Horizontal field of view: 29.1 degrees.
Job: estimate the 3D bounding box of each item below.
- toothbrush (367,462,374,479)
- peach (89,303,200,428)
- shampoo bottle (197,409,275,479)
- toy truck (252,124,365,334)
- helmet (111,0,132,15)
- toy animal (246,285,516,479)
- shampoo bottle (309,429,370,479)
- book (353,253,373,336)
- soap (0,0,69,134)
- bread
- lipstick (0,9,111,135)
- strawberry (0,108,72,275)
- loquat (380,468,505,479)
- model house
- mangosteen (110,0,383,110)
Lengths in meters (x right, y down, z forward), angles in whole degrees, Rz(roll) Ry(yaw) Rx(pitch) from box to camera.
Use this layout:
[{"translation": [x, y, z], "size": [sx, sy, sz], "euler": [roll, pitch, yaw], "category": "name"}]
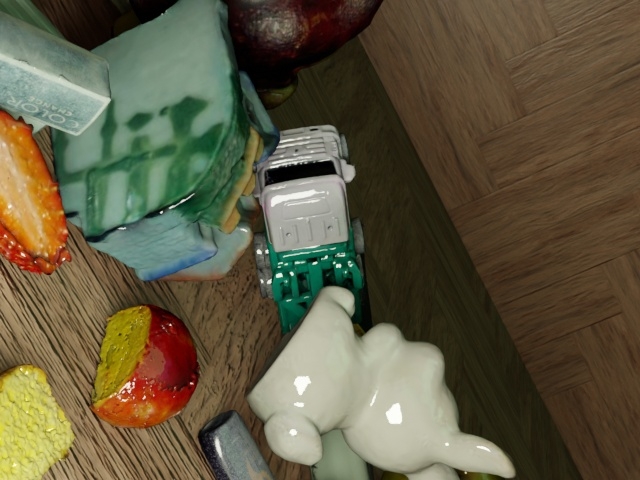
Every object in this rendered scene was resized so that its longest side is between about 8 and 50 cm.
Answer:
[{"translation": [0.074, 0.368, 1.995], "size": [0.297, 0.030, 0.030], "euler": [-95, 164, -47], "category": "toothbrush"}, {"translation": [-0.191, 0.140, 1.368], "size": [0.172, 0.092, 0.127], "euler": [-57, 125, -74], "category": "peach"}, {"translation": [-0.077, 0.327, 1.533], "size": [0.234, 0.049, 0.087], "euler": [64, 23, -8], "category": "shampoo bottle"}, {"translation": [-0.011, 0.013, 1.801], "size": [0.178, 0.176, 0.363], "euler": [-102, -177, -51], "category": "toy truck"}, {"translation": [-0.245, -0.411, 1.898], "size": [0.257, 0.137, 0.204], "euler": [55, 20, -35], "category": "helmet"}, {"translation": [0.081, 0.249, 1.698], "size": [0.367, 0.196, 0.241], "euler": [29, 47, -12], "category": "toy animal"}, {"translation": [0.028, 0.342, 1.782], "size": [0.085, 0.085, 0.262], "euler": [47, 24, -47], "category": "shampoo bottle"}, {"translation": [0.000, 0.000, 2.288], "size": [0.374, 0.028, 0.262], "euler": [53, 22, -39], "category": "book"}, {"translation": [-0.375, -0.235, 1.336], "size": [0.261, 0.094, 0.150], "euler": [50, 17, -40], "category": "soap"}, {"translation": [-0.284, 0.179, 1.072], "size": [0.103, 0.065, 0.187], "euler": [63, 15, -14], "category": "bread"}, {"translation": [-0.343, -0.190, 1.220], "size": [0.289, 0.077, 0.076], "euler": [23, 40, -36], "category": "lipstick"}, {"translation": [-0.328, -0.044, 1.246], "size": [0.121, 0.082, 0.188], "euler": [-53, 129, -50], "category": "strawberry"}, {"translation": [0.196, 0.429, 1.991], "size": [0.246, 0.213, 0.213], "euler": [96, -16, -54], "category": "loquat"}, {"translation": [-0.154, -0.080, 1.565], "size": [0.329, 0.251, 0.295], "euler": [52, 20, -57], "category": "model house"}, {"translation": [-0.110, -0.383, 1.707], "size": [0.381, 0.421, 0.381], "euler": [17, 57, -28], "category": "mangosteen"}]
